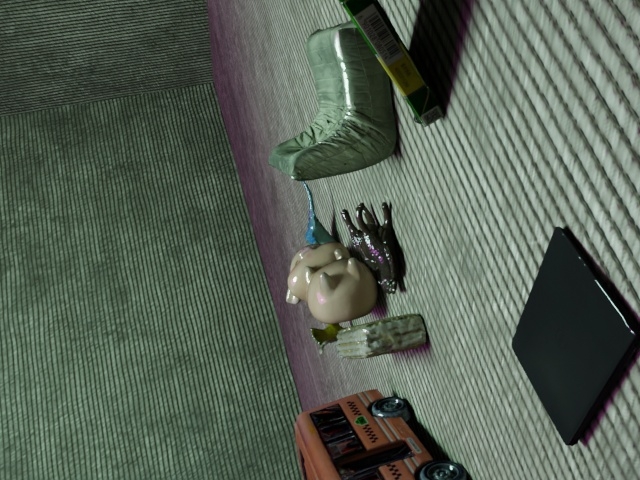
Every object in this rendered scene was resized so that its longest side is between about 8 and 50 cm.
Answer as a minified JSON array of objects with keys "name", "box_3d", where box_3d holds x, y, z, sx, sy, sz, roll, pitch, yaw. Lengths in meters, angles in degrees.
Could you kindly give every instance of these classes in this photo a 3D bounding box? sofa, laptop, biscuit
[{"name":"sofa","box_3d":[0.002,-0.222,1.063,0.210,0.176,0.225,-135,34,-70]},{"name":"laptop","box_3d":[0.241,0.096,0.655,0.197,0.016,0.135,93,162,-47]},{"name":"biscuit","box_3d":[0.098,0.170,1.174,0.239,0.108,0.061,130,130,-76]}]

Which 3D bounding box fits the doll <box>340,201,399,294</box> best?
[{"name":"doll","box_3d":[0.096,0.013,1.166,0.139,0.057,0.165,173,80,-76]}]

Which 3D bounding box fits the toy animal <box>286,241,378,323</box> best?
[{"name":"toy animal","box_3d":[0.023,0.084,1.348,0.250,0.167,0.154,-141,32,-66]}]

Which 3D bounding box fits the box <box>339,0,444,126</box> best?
[{"name":"box","box_3d":[0.070,-0.244,0.784,0.235,0.034,0.132,41,-157,-51]}]

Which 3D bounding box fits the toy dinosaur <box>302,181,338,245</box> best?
[{"name":"toy dinosaur","box_3d":[0.011,0.026,1.544,0.144,0.076,0.329,-116,7,-49]}]

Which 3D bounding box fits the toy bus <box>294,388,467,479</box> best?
[{"name":"toy bus","box_3d":[0.096,0.435,1.156,0.427,0.233,0.203,-139,39,-72]}]

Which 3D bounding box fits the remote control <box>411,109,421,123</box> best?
[{"name":"remote control","box_3d":[0.121,-0.200,0.912,0.034,0.016,0.091,88,166,-59]}]

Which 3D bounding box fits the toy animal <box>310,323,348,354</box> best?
[{"name":"toy animal","box_3d":[0.026,0.219,1.576,0.219,0.095,0.155,56,172,27]}]
